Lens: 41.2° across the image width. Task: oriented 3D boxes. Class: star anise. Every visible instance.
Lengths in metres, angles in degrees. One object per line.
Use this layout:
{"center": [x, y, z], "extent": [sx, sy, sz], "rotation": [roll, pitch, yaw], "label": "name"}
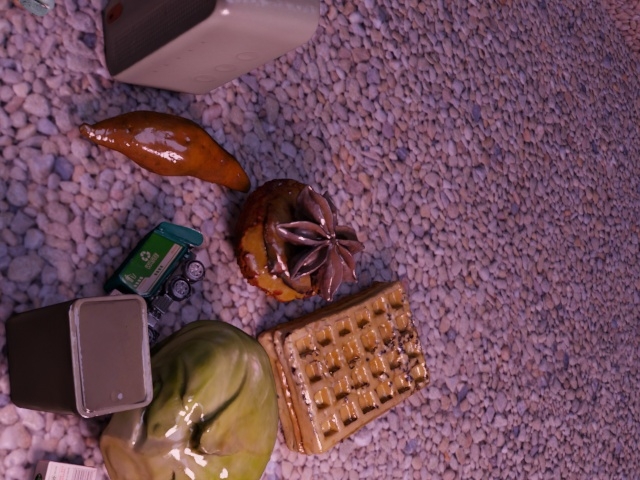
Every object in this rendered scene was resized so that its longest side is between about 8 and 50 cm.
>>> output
{"center": [-0.005, 0.014, 1.546], "extent": [0.212, 0.073, 0.197], "rotation": [57, 46, -23], "label": "star anise"}

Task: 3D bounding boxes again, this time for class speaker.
{"center": [-0.197, -0.377, 1.426], "extent": [0.184, 0.406, 0.183], "rotation": [-3, 84, -40], "label": "speaker"}

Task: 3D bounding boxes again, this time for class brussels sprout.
{"center": [-0.200, 0.291, 1.394], "extent": [0.328, 0.247, 0.328], "rotation": [6, 83, -55], "label": "brussels sprout"}

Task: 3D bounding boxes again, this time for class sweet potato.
{"center": [-0.262, -0.168, 1.531], "extent": [0.359, 0.112, 0.112], "rotation": [10, 76, -39], "label": "sweet potato"}

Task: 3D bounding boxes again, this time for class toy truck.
{"center": [-0.293, 0.080, 1.458], "extent": [0.124, 0.114, 0.253], "rotation": [44, 55, -13], "label": "toy truck"}

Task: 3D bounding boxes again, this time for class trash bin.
{"center": [-0.369, 0.176, 1.275], "extent": [0.122, 0.240, 0.164], "rotation": [-2, 83, -43], "label": "trash bin"}

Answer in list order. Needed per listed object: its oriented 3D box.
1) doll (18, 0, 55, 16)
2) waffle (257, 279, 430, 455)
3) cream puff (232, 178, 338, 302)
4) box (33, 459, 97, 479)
{"center": [-0.503, -0.459, 1.386], "extent": [0.158, 0.059, 0.159], "rotation": [8, 78, -42], "label": "doll"}
{"center": [0.056, 0.246, 1.754], "extent": [0.376, 0.114, 0.261], "rotation": [-22, 95, -43], "label": "waffle"}
{"center": [-0.072, 0.004, 1.642], "extent": [0.240, 0.164, 0.240], "rotation": [22, 64, -55], "label": "cream puff"}
{"center": [-0.407, 0.411, 1.332], "extent": [0.089, 0.043, 0.125], "rotation": [23, 67, -39], "label": "box"}
